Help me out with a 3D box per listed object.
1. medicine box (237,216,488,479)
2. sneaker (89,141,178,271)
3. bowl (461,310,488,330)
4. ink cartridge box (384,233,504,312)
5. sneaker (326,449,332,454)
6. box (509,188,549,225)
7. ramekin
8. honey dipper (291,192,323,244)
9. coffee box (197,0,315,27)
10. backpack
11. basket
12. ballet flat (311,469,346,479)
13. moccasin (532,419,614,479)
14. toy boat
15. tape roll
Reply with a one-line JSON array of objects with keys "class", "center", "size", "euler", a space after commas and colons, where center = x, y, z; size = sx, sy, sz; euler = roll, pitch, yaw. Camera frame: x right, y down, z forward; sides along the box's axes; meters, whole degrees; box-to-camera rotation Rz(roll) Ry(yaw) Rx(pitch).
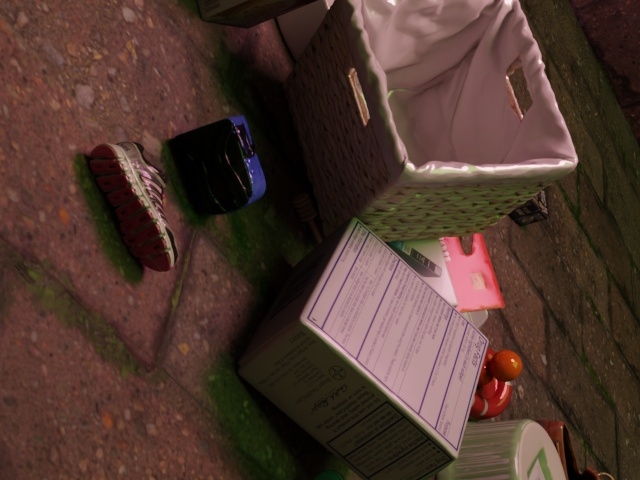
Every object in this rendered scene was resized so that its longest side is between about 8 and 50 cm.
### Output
[{"class": "medicine box", "center": [0.070, 0.162, 1.494], "size": [0.289, 0.149, 0.263], "euler": [43, 35, -10]}, {"class": "sneaker", "center": [-0.209, -0.047, 1.279], "size": [0.075, 0.063, 0.170], "euler": [-39, 106, -54]}, {"class": "bowl", "center": [0.282, 0.128, 2.104], "size": [0.142, 0.053, 0.142], "euler": [-27, 99, -60]}, {"class": "ink cartridge box", "center": [0.169, -0.017, 1.768], "size": [0.261, 0.066, 0.296], "euler": [-7, 69, -24]}, {"class": "sneaker", "center": [0.093, 0.267, 1.638], "size": [0.275, 0.107, 0.110], "euler": [22, 48, -56]}, {"class": "box", "center": [0.478, -0.140, 2.573], "size": [0.180, 0.078, 0.147], "euler": [34, 47, -51]}, {"class": "ramekin", "center": [0.341, 0.468, 1.929], "size": [0.303, 0.148, 0.303], "euler": [37, 45, -49]}, {"class": "honey dipper", "center": [0.000, 0.000, 1.676], "size": [0.160, 0.030, 0.030], "euler": [64, 29, -21]}, {"class": "coffee box", "center": [-0.050, -0.401, 1.560], "size": [0.141, 0.247, 0.098], "euler": [-13, 88, -63]}, {"class": "backpack", "center": [-0.123, -0.099, 1.430], "size": [0.101, 0.098, 0.120], "euler": [-27, 99, -66]}, {"class": "basket", "center": [0.159, -0.190, 1.646], "size": [0.331, 0.266, 0.328], "euler": [-5, 68, -28]}, {"class": "ballet flat", "center": [0.000, 0.422, 1.424], "size": [0.079, 0.077, 0.221], "euler": [66, 27, -56]}, {"class": "moccasin", "center": [0.539, 0.532, 2.258], "size": [0.380, 0.147, 0.139], "euler": [65, 29, -17]}, {"class": "toy boat", "center": [0.302, 0.242, 1.971], "size": [0.231, 0.151, 0.151], "euler": [33, 49, -51]}, {"class": "tape roll", "center": [0.024, -0.407, 1.859], "size": [0.286, 0.100, 0.286], "euler": [36, 46, -50]}]
